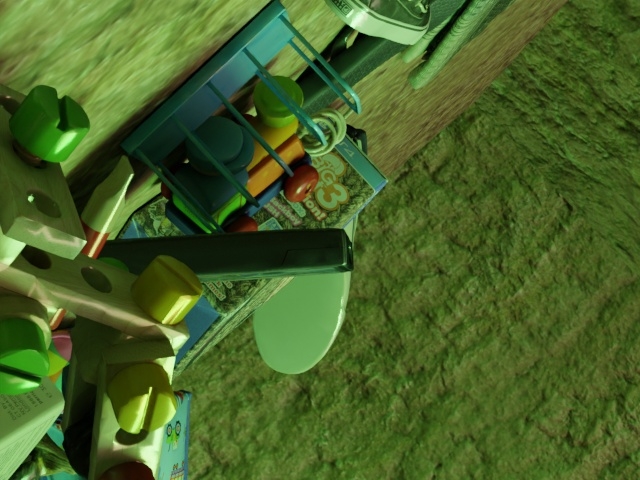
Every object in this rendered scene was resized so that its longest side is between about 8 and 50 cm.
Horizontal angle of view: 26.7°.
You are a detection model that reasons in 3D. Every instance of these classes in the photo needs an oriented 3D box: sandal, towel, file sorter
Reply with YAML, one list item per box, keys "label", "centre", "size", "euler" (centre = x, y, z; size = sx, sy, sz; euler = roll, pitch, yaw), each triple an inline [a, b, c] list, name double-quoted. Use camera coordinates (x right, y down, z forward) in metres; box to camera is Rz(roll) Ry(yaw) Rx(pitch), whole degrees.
- label: "sandal"
  centre: [0.048, -0.214, 1.421]
  size: [0.254, 0.054, 0.097]
  euler: [-34, 173, 25]
- label: "towel"
  centre: [0.255, -0.372, 1.852]
  size: [0.312, 0.056, 0.324]
  euler: [-44, 176, -30]
- label: "file sorter"
  centre: [-0.060, -0.094, 1.120]
  size: [0.170, 0.104, 0.118]
  euler: [-42, 176, 0]

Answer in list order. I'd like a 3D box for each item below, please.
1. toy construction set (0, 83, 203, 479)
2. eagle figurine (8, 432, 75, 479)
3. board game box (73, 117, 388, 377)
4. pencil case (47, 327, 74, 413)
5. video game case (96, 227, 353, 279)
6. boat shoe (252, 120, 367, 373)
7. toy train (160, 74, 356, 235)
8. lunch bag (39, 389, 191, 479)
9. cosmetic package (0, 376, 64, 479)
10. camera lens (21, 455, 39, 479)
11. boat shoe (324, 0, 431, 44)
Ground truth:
- label: "toy construction set"
  centre: [-0.154, 0.016, 0.771]
  size: [0.237, 0.257, 0.309]
  euler: [-57, -168, 21]
- label: "eagle figurine"
  centre: [-0.375, 0.302, 1.372]
  size: [0.298, 0.225, 0.226]
  euler: [-50, -172, -3]
- label: "board game box"
  centre: [-0.104, 0.005, 1.519]
  size: [0.291, 0.141, 0.232]
  euler: [-40, 175, -38]
- label: "pencil case"
  centre: [-0.284, 0.152, 1.637]
  size: [0.104, 0.104, 0.236]
  euler: [-43, 176, 4]
- label: "video game case"
  centre: [-0.112, 0.019, 1.138]
  size: [0.275, 0.035, 0.248]
  euler: [-3, 177, 2]
- label: "boat shoe"
  centre: [0.000, 0.000, 1.794]
  size: [0.158, 0.127, 0.340]
  euler: [-43, 146, -71]
- label: "toy train"
  centre: [-0.041, -0.109, 1.305]
  size: [0.248, 0.105, 0.143]
  euler: [-41, 163, -25]
- label: "lunch bag"
  centre: [-0.256, 0.348, 1.710]
  size: [0.138, 0.293, 0.221]
  euler: [-5, 179, 16]
- label: "cosmetic package"
  centre: [-0.348, 0.182, 0.984]
  size: [0.160, 0.113, 0.309]
  euler: [-49, 170, 34]
- label: "camera lens"
  centre: [-0.408, 0.361, 1.761]
  size: [0.219, 0.219, 0.274]
  euler: [-44, 177, 15]
- label: "boat shoe"
  centre: [0.070, -0.225, 1.214]
  size: [0.070, 0.078, 0.219]
  euler: [-43, 175, 19]
